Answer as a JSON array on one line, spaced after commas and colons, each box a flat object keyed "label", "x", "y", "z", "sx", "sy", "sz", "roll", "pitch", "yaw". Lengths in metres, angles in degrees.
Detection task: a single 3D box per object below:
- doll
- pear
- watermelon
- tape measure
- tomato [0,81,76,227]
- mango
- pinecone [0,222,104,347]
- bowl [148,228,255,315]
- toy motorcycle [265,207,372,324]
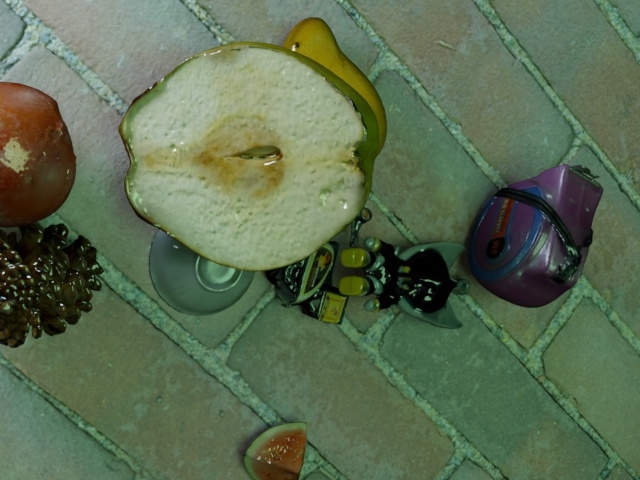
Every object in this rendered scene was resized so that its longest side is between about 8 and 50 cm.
[{"label": "doll", "x": 0.156, "y": 0.074, "z": 1.785, "sx": 0.316, "sy": 0.103, "sz": 0.145, "roll": 10, "pitch": 56, "yaw": -46}, {"label": "pear", "x": -0.097, "y": -0.138, "z": 1.581, "sx": 0.386, "sy": 0.191, "sz": 0.340, "roll": 4, "pitch": 105, "yaw": 13}, {"label": "watermelon", "x": -0.057, "y": 0.389, "z": 1.752, "sx": 0.125, "sy": 0.094, "sz": 0.135, "roll": -26, "pitch": 111, "yaw": -29}, {"label": "tape measure", "x": 0.387, "y": 0.001, "z": 1.828, "sx": 0.149, "sy": 0.245, "sz": 0.232, "roll": 26, "pitch": 69, "yaw": -27}, {"label": "tomato", "x": -0.450, "y": -0.120, "z": 1.445, "sx": 0.184, "sy": 0.208, "sz": 0.208, "roll": -16, "pitch": 103, "yaw": -21}, {"label": "mango", "x": 0.014, "y": -0.239, "z": 1.700, "sx": 0.157, "sy": 0.109, "sz": 0.262, "roll": -25, "pitch": 87, "yaw": -14}, {"label": "pinecone", "x": -0.419, "y": 0.057, "z": 1.510, "sx": 0.195, "sy": 0.150, "sz": 0.179, "roll": -22, "pitch": 105, "yaw": -22}, {"label": "bowl", "x": -0.177, "y": 0.037, "z": 1.657, "sx": 0.189, "sy": 0.086, "sz": 0.189, "roll": -3, "pitch": 96, "yaw": -25}, {"label": "toy motorcycle", "x": 0.000, "y": 0.000, "z": 1.737, "sx": 0.157, "sy": 0.091, "sz": 0.263, "roll": 15, "pitch": 92, "yaw": -34}]
